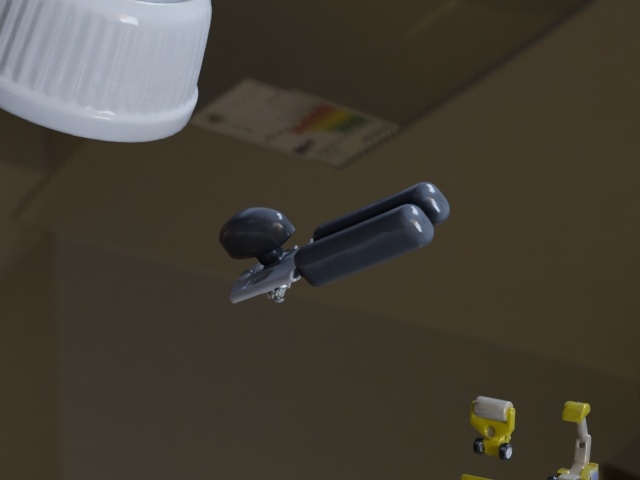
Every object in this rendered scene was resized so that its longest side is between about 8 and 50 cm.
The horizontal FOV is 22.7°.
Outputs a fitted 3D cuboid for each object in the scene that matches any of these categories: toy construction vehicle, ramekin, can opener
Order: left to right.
[{"bbox_3d":[-0.183,-0.174,1.248,0.207,0.207,0.109,57,-48,50],"label":"ramekin"},{"bbox_3d":[0.000,0.000,1.550,0.280,0.093,0.074,-17,-153,43],"label":"can opener"},{"bbox_3d":[0.129,0.144,0.986,0.086,0.035,0.098,4,-77,34],"label":"toy construction vehicle"}]
